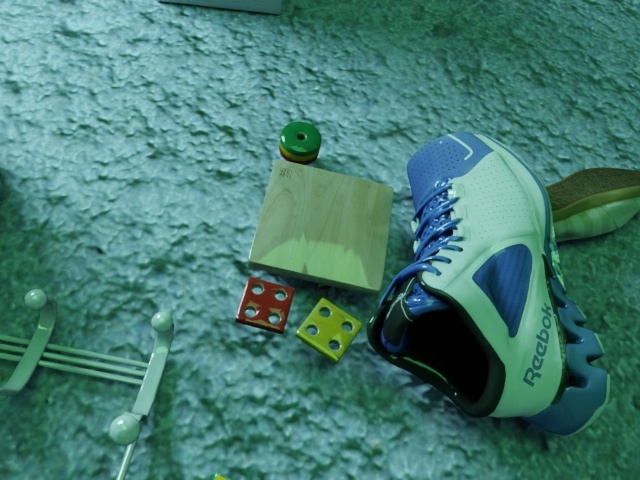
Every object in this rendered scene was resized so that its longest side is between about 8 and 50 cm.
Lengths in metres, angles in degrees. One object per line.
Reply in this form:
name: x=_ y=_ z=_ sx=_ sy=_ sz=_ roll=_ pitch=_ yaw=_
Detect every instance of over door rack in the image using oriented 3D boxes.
over door rack: x=-0.259 y=0.174 z=0.471 sx=0.239 sy=0.108 sz=0.324 roll=11 pitch=56 yaw=-2

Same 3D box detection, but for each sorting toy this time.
sorting toy: x=0.000 y=0.000 z=0.670 sx=0.132 sy=0.046 sz=0.275 roll=13 pitch=55 yaw=-3

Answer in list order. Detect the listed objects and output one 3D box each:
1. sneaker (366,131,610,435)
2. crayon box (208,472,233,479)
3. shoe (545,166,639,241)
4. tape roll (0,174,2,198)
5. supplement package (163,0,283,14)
sneaker: x=0.129 y=0.026 z=0.602 sx=0.182 sy=0.127 sz=0.316 roll=5 pitch=54 yaw=-32
crayon box: x=0.003 y=0.307 z=0.447 sx=0.278 sy=0.081 sz=0.165 roll=27 pitch=56 yaw=7
shoe: x=0.309 y=-0.040 z=0.757 sx=0.218 sy=0.058 sz=0.076 roll=-14 pitch=30 yaw=-24
tape roll: x=-0.429 y=-0.083 z=0.570 sx=0.245 sy=0.169 sz=0.246 roll=5 pitch=56 yaw=-7
supplement package: x=-0.116 y=-0.462 z=0.805 sx=0.175 sy=0.293 sz=0.178 roll=4 pitch=57 yaw=-8
